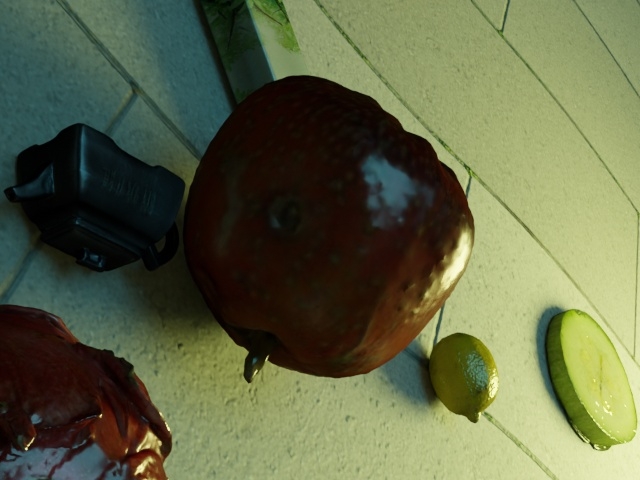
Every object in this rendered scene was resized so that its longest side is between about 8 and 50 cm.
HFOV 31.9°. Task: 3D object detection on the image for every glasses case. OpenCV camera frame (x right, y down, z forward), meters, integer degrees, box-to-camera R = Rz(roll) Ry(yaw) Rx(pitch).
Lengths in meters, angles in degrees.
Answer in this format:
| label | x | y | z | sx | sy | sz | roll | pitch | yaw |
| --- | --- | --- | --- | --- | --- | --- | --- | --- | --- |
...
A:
| label | x | y | z | sx | sy | sz | roll | pitch | yaw |
| --- | --- | --- | --- | --- | --- | --- | --- | --- | --- |
| glasses case | -0.052 | -0.161 | 1.238 | 0.095 | 0.062 | 0.272 | -6 | 76 | -63 |

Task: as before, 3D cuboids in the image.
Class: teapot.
| label | x | y | z | sx | sy | sz | roll | pitch | yaw |
| --- | --- | --- | --- | --- | --- | --- | --- | --- | --- |
| teapot | -0.187 | -0.021 | 0.936 | 0.177 | 0.087 | 0.096 | 30 | 51 | -42 |

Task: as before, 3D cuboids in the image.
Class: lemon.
| label | x | y | z | sx | sy | sz | roll | pitch | yaw |
| --- | --- | --- | --- | --- | --- | --- | --- | --- | --- |
| lemon | 0.173 | 0.163 | 1.338 | 0.082 | 0.082 | 0.110 | 11 | 55 | -52 |

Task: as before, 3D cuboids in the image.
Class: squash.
| label | x | y | z | sx | sy | sz | roll | pitch | yaw |
| --- | --- | --- | --- | --- | --- | --- | --- | --- | --- |
| squash | 0.410 | 0.205 | 1.686 | 0.219 | 0.041 | 0.219 | 34 | 44 | -41 |

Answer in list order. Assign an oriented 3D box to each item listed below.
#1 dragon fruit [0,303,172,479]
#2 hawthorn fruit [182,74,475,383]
| label | x | y | z | sx | sy | sz | roll | pitch | yaw |
| --- | --- | --- | --- | --- | --- | --- | --- | --- | --- |
| dragon fruit | -0.200 | 0.155 | 0.658 | 0.241 | 0.252 | 0.241 | -8 | 109 | -24 |
| hawthorn fruit | 0.000 | 0.000 | 1.025 | 0.275 | 0.275 | 0.299 | 43 | 66 | -32 |
